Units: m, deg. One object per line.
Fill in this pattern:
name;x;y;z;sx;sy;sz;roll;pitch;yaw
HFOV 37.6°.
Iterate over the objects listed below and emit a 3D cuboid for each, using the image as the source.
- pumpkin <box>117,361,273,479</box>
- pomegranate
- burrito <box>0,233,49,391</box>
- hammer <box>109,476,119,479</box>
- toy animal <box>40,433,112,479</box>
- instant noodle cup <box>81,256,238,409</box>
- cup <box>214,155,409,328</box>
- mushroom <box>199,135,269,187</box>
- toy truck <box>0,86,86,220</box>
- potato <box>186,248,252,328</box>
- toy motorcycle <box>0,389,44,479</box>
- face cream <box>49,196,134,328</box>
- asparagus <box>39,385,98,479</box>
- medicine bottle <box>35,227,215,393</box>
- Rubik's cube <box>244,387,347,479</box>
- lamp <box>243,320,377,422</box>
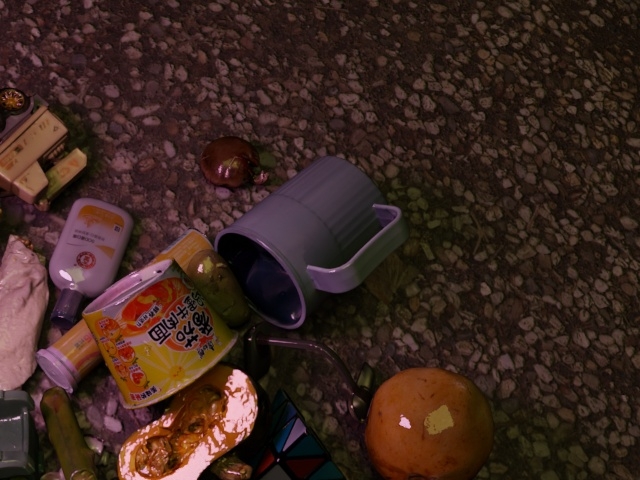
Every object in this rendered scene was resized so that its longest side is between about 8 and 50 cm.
pumpkin;-0.222;0.392;1.786;0.221;0.139;0.317;41;76;18
pomegranate;0.216;0.368;1.862;0.264;0.264;0.264;5;60;-9
burrito;-0.619;0.172;1.903;0.117;0.076;0.392;14;60;-20
hammer;-0.509;0.516;1.761;0.292;0.029;0.058;-15;63;-17
toy animal;-0.462;0.431;1.789;0.085;0.071;0.124;28;59;4
instant noodle cup;-0.317;0.168;1.800;0.264;0.264;0.200;-37;105;-27
cup;-0.014;-0.015;1.993;0.311;0.331;0.257;-42;95;-31
mushroom;-0.197;-0.178;2.185;0.170;0.080;0.135;22;69;5
toy truck;-0.697;-0.134;2.002;0.254;0.181;0.405;37;57;1
potato;-0.217;0.108;1.992;0.105;0.085;0.188;-38;108;-2
toy motorcycle;-0.673;0.387;1.684;0.326;0.200;0.191;-8;42;-11
face cream;-0.500;0.048;1.995;0.143;0.071;0.291;22;58;-10
asparagus;-0.471;0.374;1.755;0.067;0.060;0.278;-36;41;-8
medicine bottle;-0.390;0.135;1.952;0.108;0.108;0.426;40;60;12
Rubik's cube;-0.028;0.482;1.854;0.234;0.284;0.250;36;84;-15
lamp;-0.010;0.250;1.954;0.283;0.203;0.125;18;103;11
